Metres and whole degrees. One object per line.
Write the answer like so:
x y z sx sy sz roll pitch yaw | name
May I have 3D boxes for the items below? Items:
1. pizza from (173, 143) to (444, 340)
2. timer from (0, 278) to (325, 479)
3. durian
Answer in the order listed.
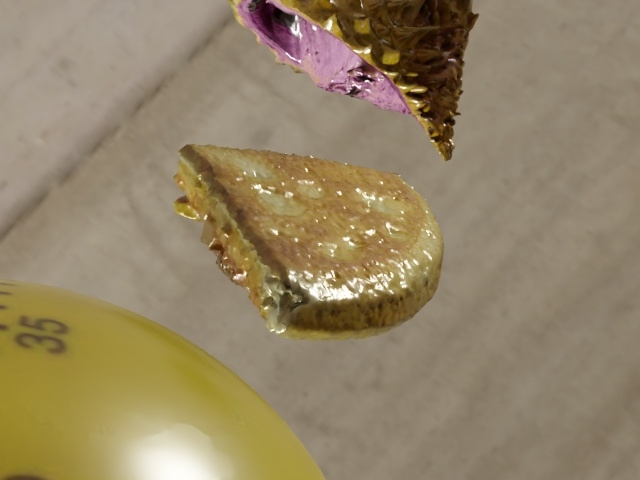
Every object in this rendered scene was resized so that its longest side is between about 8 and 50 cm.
0.023 0.017 1.508 0.257 0.268 0.087 6 -64 -29 | pizza
-0.183 0.182 0.682 0.387 0.376 0.376 -1 -55 -3 | timer
0.031 -0.190 1.308 0.186 0.260 0.154 -48 -58 -21 | durian
